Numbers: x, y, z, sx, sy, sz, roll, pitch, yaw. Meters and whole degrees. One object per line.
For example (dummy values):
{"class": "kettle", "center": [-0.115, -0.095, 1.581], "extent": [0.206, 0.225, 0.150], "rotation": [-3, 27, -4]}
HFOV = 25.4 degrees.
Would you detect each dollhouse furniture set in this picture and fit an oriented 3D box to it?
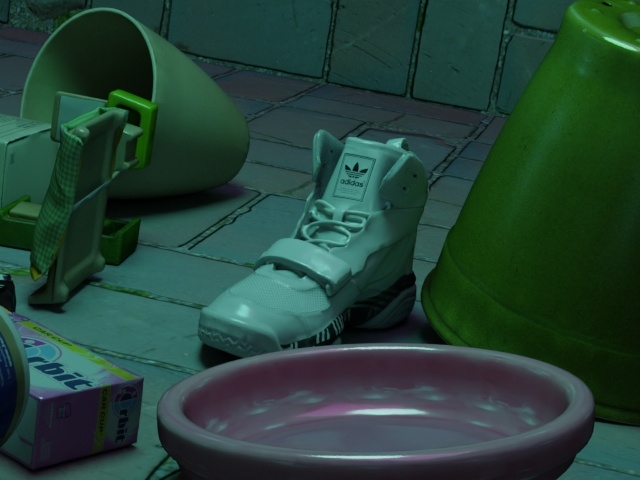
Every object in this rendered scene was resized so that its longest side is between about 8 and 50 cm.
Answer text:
{"class": "dollhouse furniture set", "center": [-0.301, -0.063, 1.581], "extent": [0.151, 0.198, 0.301], "rotation": [12, 14, 6]}

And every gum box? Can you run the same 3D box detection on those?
{"class": "gum box", "center": [-0.251, 0.119, 1.182], "extent": [0.188, 0.062, 0.107], "rotation": [21, 18, 38]}

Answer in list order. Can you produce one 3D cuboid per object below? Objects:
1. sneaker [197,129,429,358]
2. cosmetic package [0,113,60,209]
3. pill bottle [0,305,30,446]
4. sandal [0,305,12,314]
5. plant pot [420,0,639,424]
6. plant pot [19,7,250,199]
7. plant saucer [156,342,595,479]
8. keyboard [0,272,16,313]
{"class": "sneaker", "center": [0.000, 0.000, 1.490], "extent": [0.137, 0.210, 0.366], "rotation": [16, 16, 27]}
{"class": "cosmetic package", "center": [-0.510, -0.115, 1.828], "extent": [0.309, 0.113, 0.160], "rotation": [13, 15, 14]}
{"class": "pill bottle", "center": [-0.320, 0.121, 0.954], "extent": [0.153, 0.153, 0.264], "rotation": [12, 15, 14]}
{"class": "sandal", "center": [-0.368, 0.071, 1.269], "extent": [0.102, 0.076, 0.265], "rotation": [17, 16, 28]}
{"class": "plant pot", "center": [0.325, -0.054, 1.489], "extent": [0.366, 0.353, 0.366], "rotation": [12, 23, -5]}
{"class": "plant pot", "center": [-0.230, -0.162, 1.981], "extent": [0.256, 0.256, 0.274], "rotation": [21, 3, 38]}
{"class": "plant saucer", "center": [0.042, 0.154, 1.090], "extent": [0.332, 0.084, 0.332], "rotation": [-1, 10, 0]}
{"class": "keyboard", "center": [-0.404, 0.054, 1.430], "extent": [0.192, 0.038, 0.100], "rotation": [7, 38, -12]}
